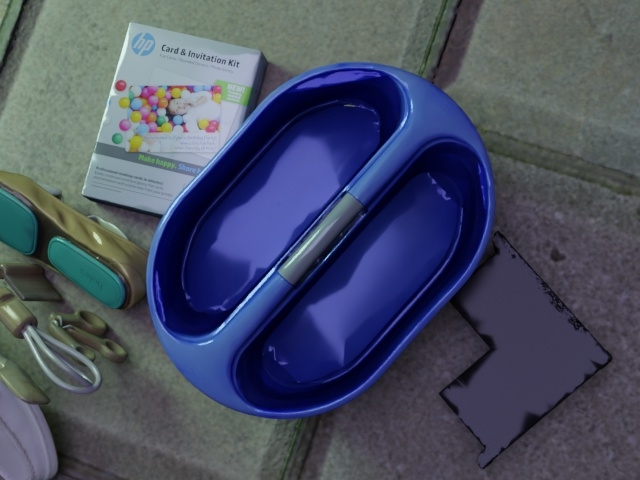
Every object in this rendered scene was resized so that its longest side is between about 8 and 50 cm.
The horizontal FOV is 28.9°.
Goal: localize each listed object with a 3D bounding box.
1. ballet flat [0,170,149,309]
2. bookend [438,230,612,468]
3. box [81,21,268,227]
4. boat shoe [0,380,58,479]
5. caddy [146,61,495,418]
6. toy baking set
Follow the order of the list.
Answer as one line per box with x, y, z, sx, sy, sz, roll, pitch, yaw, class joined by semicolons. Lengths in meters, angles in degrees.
-0.264;-0.011;1.249;0.232;0.073;0.080;34;132;10;ballet flat
0.161;0.104;1.160;0.157;0.072;0.156;-41;77;1;bookend
-0.147;-0.115;1.258;0.145;0.038;0.186;14;83;10;box
-0.359;0.136;1.181;0.098;0.096;0.277;-26;102;40;boat shoe
0.000;0.000;1.129;0.241;0.179;0.341;42;89;1;caddy
-0.273;0.068;1.150;0.196;0.256;0.030;32;103;-1;toy baking set
